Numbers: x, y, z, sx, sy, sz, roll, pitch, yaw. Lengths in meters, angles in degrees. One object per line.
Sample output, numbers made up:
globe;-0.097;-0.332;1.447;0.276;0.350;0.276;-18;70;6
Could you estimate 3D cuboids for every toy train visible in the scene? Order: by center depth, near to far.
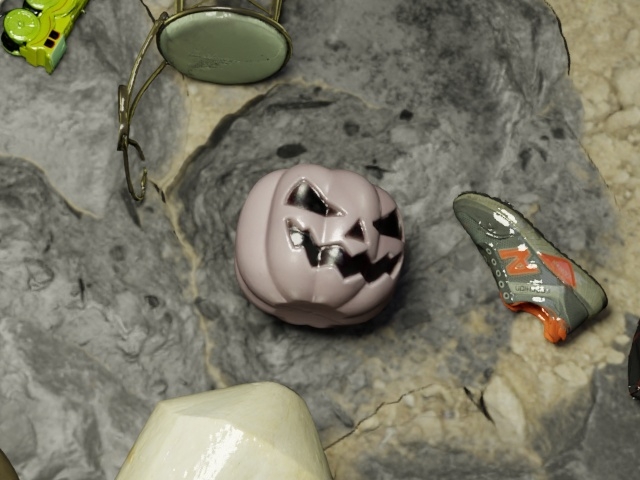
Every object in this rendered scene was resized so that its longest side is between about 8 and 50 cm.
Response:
toy train;-0.273;-0.306;1.675;0.085;0.053;0.250;26;70;-3

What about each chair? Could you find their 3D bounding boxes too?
chair;-0.114;-0.208;1.599;0.170;0.160;0.326;5;66;-1

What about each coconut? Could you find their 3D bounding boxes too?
coconut;-0.089;0.233;1.413;0.202;0.202;0.222;31;72;7

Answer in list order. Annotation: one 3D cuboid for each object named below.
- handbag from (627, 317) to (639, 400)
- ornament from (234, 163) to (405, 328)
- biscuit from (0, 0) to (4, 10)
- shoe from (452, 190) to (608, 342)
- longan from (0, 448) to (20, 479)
handbag;0.423;0.107;1.512;0.215;0.169;0.155;14;54;2
ornament;0.000;0.000;1.518;0.177;0.177;0.178;1;70;-4
biscuit;-0.377;-0.352;1.690;0.141;0.038;0.290;22;68;5
shoe;0.206;0.028;1.578;0.194;0.074;0.077;41;77;8
longan;-0.385;0.253;1.389;0.220;0.196;0.197;-22;73;-6
